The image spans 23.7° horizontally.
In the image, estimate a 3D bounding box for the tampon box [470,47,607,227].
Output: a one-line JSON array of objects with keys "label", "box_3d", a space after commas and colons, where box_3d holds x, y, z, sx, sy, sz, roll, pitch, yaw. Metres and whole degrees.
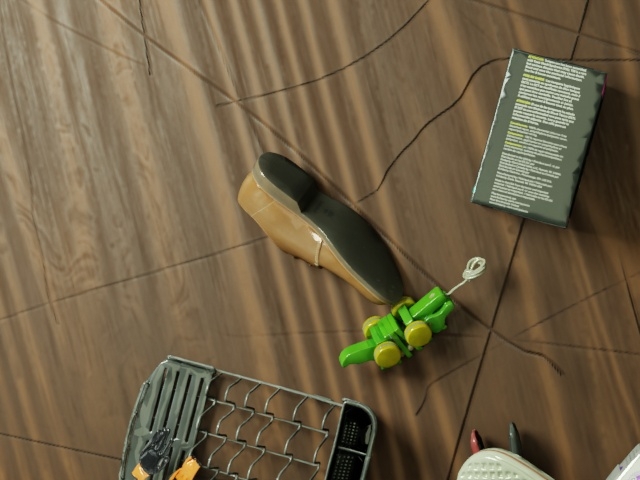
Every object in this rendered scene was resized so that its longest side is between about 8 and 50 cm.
[{"label": "tampon box", "box_3d": [0.226, -0.102, 1.566, 0.101, 0.120, 0.161, 16, 93, 9]}]

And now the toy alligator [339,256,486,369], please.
[{"label": "toy alligator", "box_3d": [0.108, 0.089, 1.626, 0.189, 0.056, 0.051, -35, 128, 6]}]

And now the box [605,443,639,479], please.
[{"label": "box", "box_3d": [0.433, 0.340, 1.570, 0.324, 0.067, 0.063, 40, 96, 5]}]

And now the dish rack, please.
[{"label": "dish rack", "box_3d": [-0.084, 0.242, 1.644, 0.271, 0.074, 0.208, 15, 92, 9]}]

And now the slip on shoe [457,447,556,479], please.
[{"label": "slip on shoe", "box_3d": [0.276, 0.327, 1.563, 0.331, 0.101, 0.123, 37, 117, -1]}]

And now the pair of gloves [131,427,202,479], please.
[{"label": "pair of gloves", "box_3d": [-0.163, 0.246, 1.629, 0.083, 0.010, 0.074, 43, 110, 34]}]

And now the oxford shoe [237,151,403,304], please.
[{"label": "oxford shoe", "box_3d": [0.000, 0.000, 1.640, 0.212, 0.076, 0.076, 43, 126, 5]}]

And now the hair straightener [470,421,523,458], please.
[{"label": "hair straightener", "box_3d": [0.228, 0.302, 1.609, 0.089, 0.047, 0.230, -15, 89, 9]}]
